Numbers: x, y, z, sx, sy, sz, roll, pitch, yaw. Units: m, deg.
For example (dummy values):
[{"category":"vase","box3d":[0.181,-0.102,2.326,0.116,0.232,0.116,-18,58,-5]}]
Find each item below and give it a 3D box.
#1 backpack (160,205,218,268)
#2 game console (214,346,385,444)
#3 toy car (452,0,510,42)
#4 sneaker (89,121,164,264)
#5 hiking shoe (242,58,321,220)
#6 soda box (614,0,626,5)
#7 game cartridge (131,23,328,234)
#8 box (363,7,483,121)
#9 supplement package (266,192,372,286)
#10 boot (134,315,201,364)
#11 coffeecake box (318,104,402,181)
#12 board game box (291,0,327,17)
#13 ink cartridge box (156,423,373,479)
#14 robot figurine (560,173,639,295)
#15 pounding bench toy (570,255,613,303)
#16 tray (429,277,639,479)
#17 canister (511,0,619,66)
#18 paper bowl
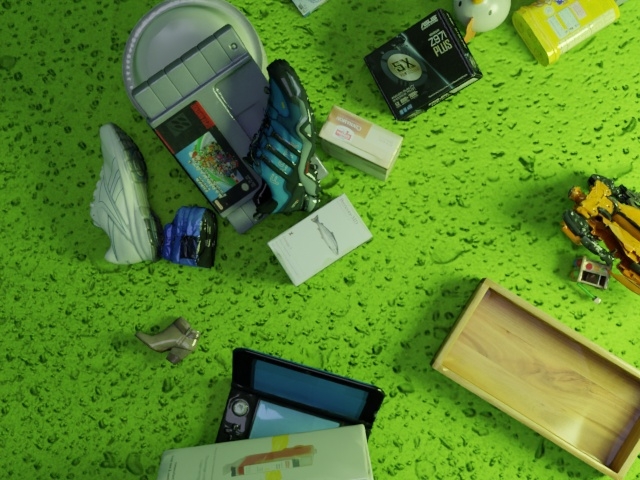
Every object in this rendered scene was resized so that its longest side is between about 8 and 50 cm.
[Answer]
[{"category":"backpack","box3d":[-0.259,-0.010,1.615,0.101,0.098,0.120,9,88,7]},{"category":"game console","box3d":[-0.049,0.352,1.545,0.293,0.173,0.250,16,87,4]},{"category":"toy car","box3d":[0.318,-0.493,1.571,0.219,0.210,0.237,19,100,14]},{"category":"sneaker","box3d":[-0.406,-0.090,1.626,0.129,0.111,0.296,-14,85,8]},{"category":"hiking shoe","box3d":[-0.078,-0.177,1.490,0.132,0.113,0.303,-14,118,-12]},{"category":"soda box","box3d":[0.678,-0.572,1.598,0.286,0.091,0.098,-29,84,1]},{"category":"game cartridge","box3d":[-0.166,-0.199,1.550,0.230,0.068,0.355,-37,120,-3]},{"category":"box","box3d":[0.200,-0.338,1.587,0.180,0.077,0.147,-28,85,25]},{"category":"supplement package","box3d":[0.000,0.000,1.595,0.179,0.105,0.105,-34,87,1]},{"category":"boot","box3d":[-0.303,0.190,1.638,0.118,0.042,0.087,34,83,3]},{"category":"coffeecake box","box3d":[0.077,-0.183,1.561,0.142,0.185,0.068,27,89,4]},{"category":"board game box","box3d":[-0.024,-0.520,1.669,0.090,0.020,0.090,-36,85,1]},{"category":"ink cartridge box","box3d":[-0.083,0.513,1.493,0.385,0.160,0.279,-8,116,3]},{"category":"robot figurine","box3d":[0.583,0.002,1.546,0.291,0.085,0.211,40,51,9]},{"category":"pounding bench toy","box3d":[0.522,0.077,1.589,0.065,0.052,0.083,15,88,4]},{"category":"tray","box3d":[0.441,0.265,1.573,0.411,0.076,0.202,32,88,4]},{"category":"canister","box3d":[0.487,-0.442,1.611,0.170,0.073,0.126,-32,86,0]},{"category":"paper bowl","box3d":[-0.251,-0.346,1.610,0.285,0.148,0.284,0,86,4]}]
